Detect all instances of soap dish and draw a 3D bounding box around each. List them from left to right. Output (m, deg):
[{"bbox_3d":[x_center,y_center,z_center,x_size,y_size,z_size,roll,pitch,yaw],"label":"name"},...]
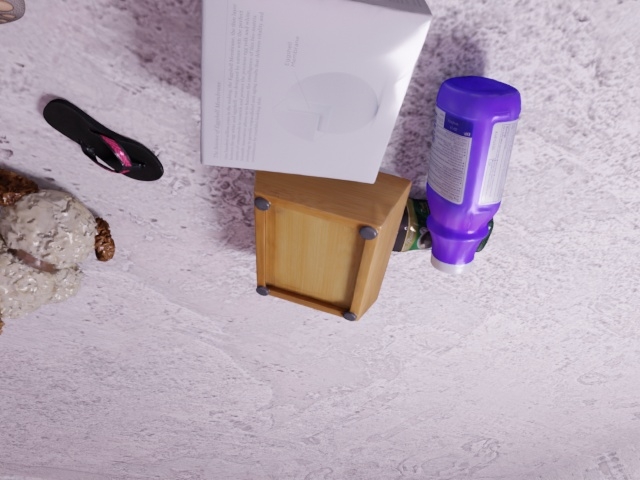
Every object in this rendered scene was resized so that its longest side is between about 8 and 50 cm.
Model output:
[{"bbox_3d":[0.000,0.000,0.760,0.229,0.118,0.291,16,139,8],"label":"soap dish"}]

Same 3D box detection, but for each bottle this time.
[{"bbox_3d":[0.208,-0.083,0.683,0.092,0.118,0.283,-8,122,-12],"label":"bottle"}]

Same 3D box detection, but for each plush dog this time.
[{"bbox_3d":[-0.467,0.014,0.755,0.225,0.210,0.262,-48,128,6],"label":"plush dog"}]

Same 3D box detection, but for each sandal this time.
[{"bbox_3d":[-0.316,-0.132,0.690,0.067,0.040,0.179,-35,130,29],"label":"sandal"}]

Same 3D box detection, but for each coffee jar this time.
[{"bbox_3d":[0.194,-0.027,0.817,0.184,0.079,0.096,0,137,-6],"label":"coffee jar"}]

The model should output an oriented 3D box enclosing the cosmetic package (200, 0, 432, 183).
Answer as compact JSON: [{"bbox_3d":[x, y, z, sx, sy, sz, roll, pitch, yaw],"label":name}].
[{"bbox_3d":[-0.023,-0.204,0.563,0.225,0.138,0.224,5,137,-11],"label":"cosmetic package"}]

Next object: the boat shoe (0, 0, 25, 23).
[{"bbox_3d":[-0.456,-0.278,0.483,0.324,0.123,0.116,-1,105,10],"label":"boat shoe"}]
